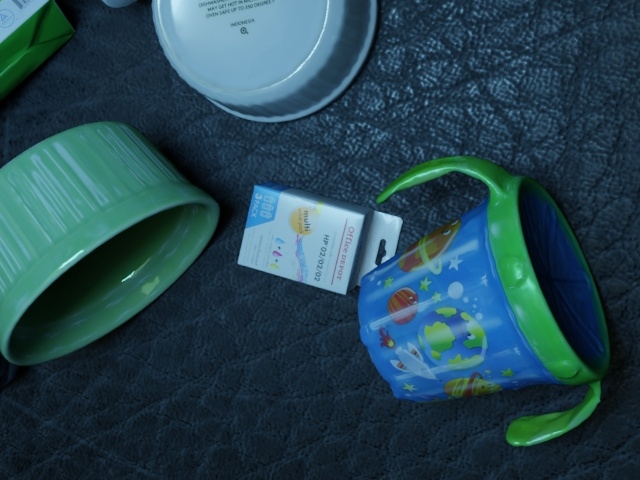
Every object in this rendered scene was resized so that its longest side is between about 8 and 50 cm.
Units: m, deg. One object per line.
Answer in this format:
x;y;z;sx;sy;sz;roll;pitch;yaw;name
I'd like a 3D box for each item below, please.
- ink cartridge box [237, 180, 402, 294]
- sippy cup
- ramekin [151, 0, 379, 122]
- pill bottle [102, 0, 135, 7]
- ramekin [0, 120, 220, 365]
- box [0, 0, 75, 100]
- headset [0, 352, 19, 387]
0.000;0.000;1.121;0.181;0.061;0.104;15;102;13;ink cartridge box
0.172;0.075;1.013;0.224;0.240;0.305;-25;66;28;sippy cup
-0.073;-0.275;1.069;0.273;0.127;0.272;2;99;15;ramekin
-0.328;-0.433;1.089;0.323;0.181;0.181;44;106;6;pill bottle
-0.284;-0.002;1.083;0.303;0.303;0.148;-44;77;17;ramekin
-0.495;-0.276;1.140;0.231;0.127;0.262;44;83;6;box
-0.520;0.115;1.211;0.185;0.243;0.394;33;90;29;headset
